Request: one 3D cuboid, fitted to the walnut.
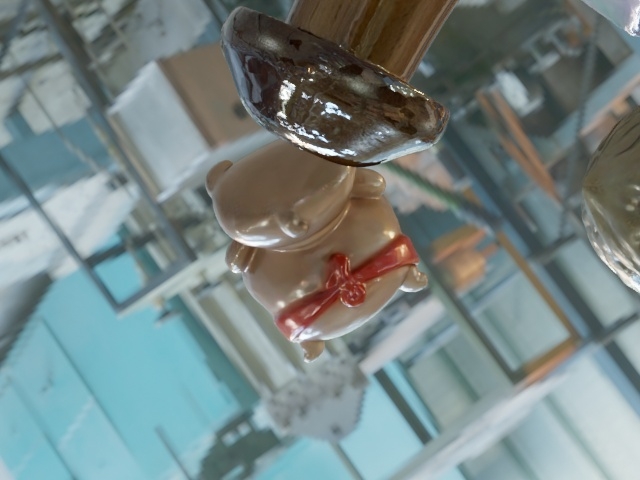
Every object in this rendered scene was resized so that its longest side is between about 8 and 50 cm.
[{"bbox_3d":[0.268,-0.022,0.955,0.231,0.178,0.178,5,153,-17],"label":"walnut"}]

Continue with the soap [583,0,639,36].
[{"bbox_3d":[0.186,-0.223,0.563,0.324,0.109,0.193,-45,161,-15],"label":"soap"}]

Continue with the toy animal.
[{"bbox_3d":[0.000,0.000,1.380,0.171,0.197,0.171,-20,-149,13],"label":"toy animal"}]

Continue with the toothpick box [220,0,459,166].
[{"bbox_3d":[0.049,-0.203,1.182,0.294,0.192,0.192,-64,166,1],"label":"toothpick box"}]
